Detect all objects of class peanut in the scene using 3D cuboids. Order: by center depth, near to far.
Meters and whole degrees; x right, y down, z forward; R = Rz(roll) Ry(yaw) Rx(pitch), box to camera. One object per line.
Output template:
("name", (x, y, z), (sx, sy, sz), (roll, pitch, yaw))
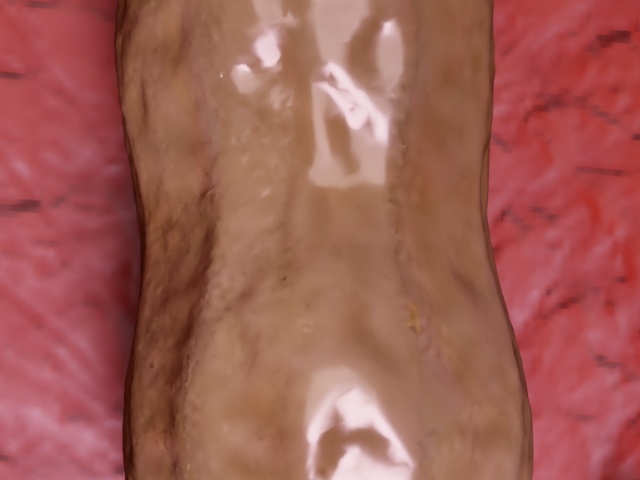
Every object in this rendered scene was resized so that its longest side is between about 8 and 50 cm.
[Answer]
("peanut", (0.000, 0.000, 0.543), (0.123, 0.123, 0.257), (-4, 101, -8))
